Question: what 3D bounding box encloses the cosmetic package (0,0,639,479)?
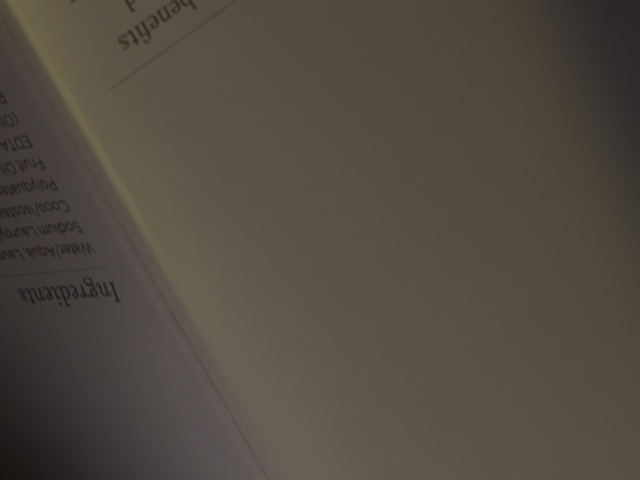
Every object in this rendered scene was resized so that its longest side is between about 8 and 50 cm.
[{"bbox_3d":[0.000,0.000,0.496,0.197,0.155,0.365,-40,115,-34],"label":"cosmetic package"}]
